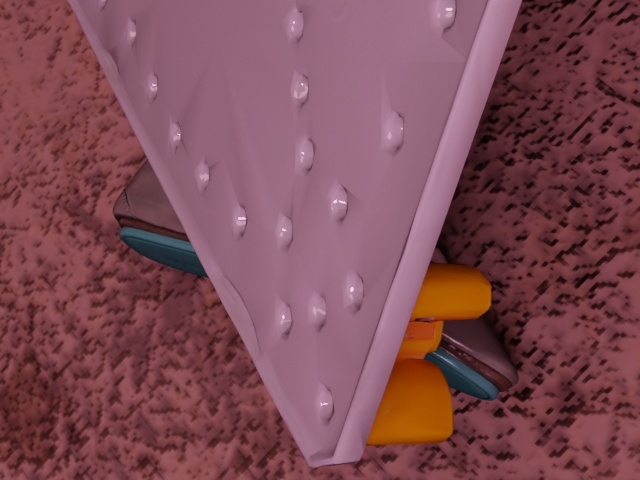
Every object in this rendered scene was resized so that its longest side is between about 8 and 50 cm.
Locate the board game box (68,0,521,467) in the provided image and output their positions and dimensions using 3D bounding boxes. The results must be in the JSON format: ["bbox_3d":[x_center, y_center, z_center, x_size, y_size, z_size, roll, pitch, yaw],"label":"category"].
[{"bbox_3d":[0.003,-0.187,0.516,0.390,0.050,0.390,-122,42,-50],"label":"board game box"}]

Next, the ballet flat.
[{"bbox_3d":[0.000,0.000,0.609,0.213,0.072,0.068,21,75,33],"label":"ballet flat"}]
